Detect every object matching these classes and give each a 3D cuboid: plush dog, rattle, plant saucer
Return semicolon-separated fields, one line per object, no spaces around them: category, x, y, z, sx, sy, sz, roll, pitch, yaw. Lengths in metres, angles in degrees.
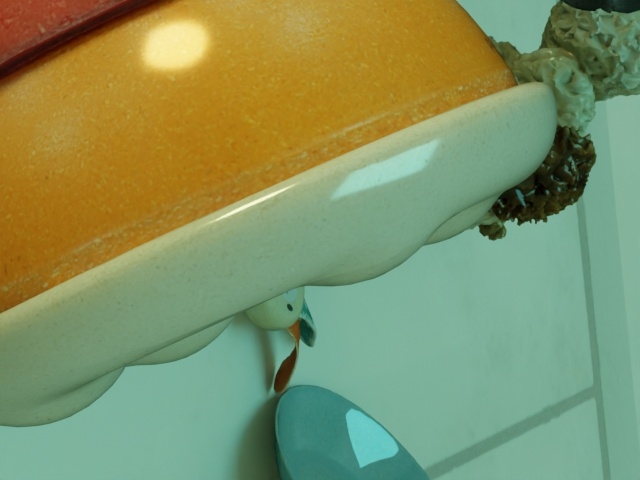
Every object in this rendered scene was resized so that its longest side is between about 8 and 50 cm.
plush dog;0.095;-0.076;1.204;0.225;0.262;0.211;-34;134;-60
rattle;0.000;0.000;1.128;0.130;0.142;0.200;-55;128;-72
plant saucer;0.027;0.189;1.183;0.195;0.037;0.195;40;23;-20

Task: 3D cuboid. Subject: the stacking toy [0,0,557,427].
stacking toy;-0.122;-0.177;0.862;0.350;0.350;0.480;-22;87;-58

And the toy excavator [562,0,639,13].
toy excavator;0.011;-0.366;0.908;0.222;0.445;0.433;74;24;-75
